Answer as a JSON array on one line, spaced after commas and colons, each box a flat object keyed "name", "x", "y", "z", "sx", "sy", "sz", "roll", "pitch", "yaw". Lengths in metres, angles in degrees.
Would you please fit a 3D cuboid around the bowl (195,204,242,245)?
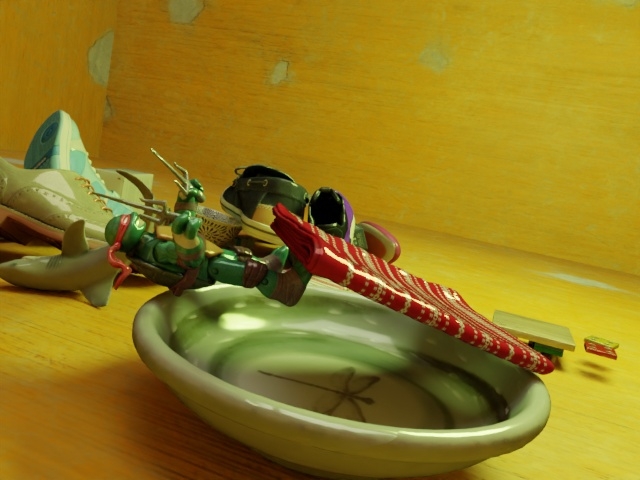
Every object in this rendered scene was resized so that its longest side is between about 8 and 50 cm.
[{"name": "bowl", "x": -0.275, "y": -0.028, "z": 1.343, "sx": 0.170, "sy": 0.080, "sz": 0.170, "roll": 21, "pitch": 6, "yaw": -2}]

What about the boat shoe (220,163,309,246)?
[{"name": "boat shoe", "x": -0.137, "y": -0.106, "z": 1.388, "sx": 0.187, "sy": 0.155, "sz": 0.500, "roll": 16, "pitch": 6, "yaw": -18}]

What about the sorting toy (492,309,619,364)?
[{"name": "sorting toy", "x": 0.376, "y": 0.173, "z": 0.973, "sx": 0.275, "sy": 0.046, "sz": 0.132, "roll": 13, "pitch": 9, "yaw": 17}]

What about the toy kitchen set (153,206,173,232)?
[{"name": "toy kitchen set", "x": -0.342, "y": -0.033, "z": 1.309, "sx": 0.075, "sy": 0.083, "sz": 0.068, "roll": 13, "pitch": 9, "yaw": 15}]

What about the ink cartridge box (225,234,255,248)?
[{"name": "ink cartridge box", "x": -0.203, "y": 0.004, "z": 1.427, "sx": 0.048, "sy": 0.028, "sz": 0.083, "roll": 17, "pitch": 11, "yaw": 37}]

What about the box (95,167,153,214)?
[{"name": "box", "x": -0.550, "y": -0.130, "z": 1.538, "sx": 0.091, "sy": 0.130, "sz": 0.170, "roll": 13, "pitch": 8, "yaw": 8}]

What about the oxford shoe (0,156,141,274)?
[{"name": "oxford shoe", "x": -0.413, "y": -0.048, "z": 0.941, "sx": 0.397, "sy": 0.146, "sz": 0.140, "roll": 19, "pitch": -20, "yaw": -5}]

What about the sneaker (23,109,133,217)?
[{"name": "sneaker", "x": -0.499, "y": -0.116, "z": 1.173, "sx": 0.127, "sy": 0.318, "sz": 0.208, "roll": -30, "pitch": -36, "yaw": 22}]

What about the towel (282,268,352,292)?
[{"name": "towel", "x": -0.003, "y": 0.088, "z": 1.141, "sx": 0.144, "sy": 0.029, "sz": 0.197, "roll": 16, "pitch": 13, "yaw": 33}]

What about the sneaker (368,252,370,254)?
[{"name": "sneaker", "x": 0.099, "y": 0.059, "z": 1.338, "sx": 0.085, "sy": 0.058, "sz": 0.152, "roll": 0, "pitch": 4, "yaw": -11}]

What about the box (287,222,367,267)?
[{"name": "box", "x": 0.000, "y": 0.000, "z": 1.386, "sx": 0.184, "sy": 0.059, "sz": 0.233, "roll": -16, "pitch": 12, "yaw": -7}]

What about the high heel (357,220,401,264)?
[{"name": "high heel", "x": 0.172, "y": -0.001, "z": 1.561, "sx": 0.182, "sy": 0.127, "sz": 0.377, "roll": -4, "pitch": 10, "yaw": -22}]

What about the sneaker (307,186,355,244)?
[{"name": "sneaker", "x": 0.021, "y": -0.065, "z": 1.224, "sx": 0.102, "sy": 0.146, "sz": 0.293, "roll": -9, "pitch": 34, "yaw": 4}]

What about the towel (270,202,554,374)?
[{"name": "towel", "x": 0.082, "y": 0.045, "z": 0.570, "sx": 0.275, "sy": 0.031, "sz": 0.199, "roll": 25, "pitch": 6, "yaw": -20}]

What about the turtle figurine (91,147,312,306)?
[{"name": "turtle figurine", "x": -0.132, "y": 0.000, "z": 0.584, "sx": 0.234, "sy": 0.118, "sz": 0.175, "roll": 24, "pitch": 18, "yaw": -28}]

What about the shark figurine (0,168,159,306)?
[{"name": "shark figurine", "x": -0.304, "y": 0.031, "z": 0.797, "sx": 0.166, "sy": 0.278, "sz": 0.116, "roll": 44, "pitch": 21, "yaw": -50}]

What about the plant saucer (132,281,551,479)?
[{"name": "plant saucer", "x": 0.013, "y": 0.139, "z": 0.563, "sx": 0.401, "sy": 0.100, "sz": 0.400, "roll": 11, "pitch": 8, "yaw": -2}]
